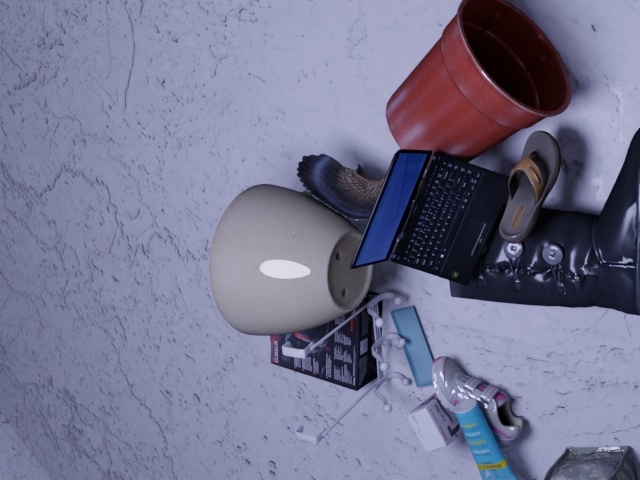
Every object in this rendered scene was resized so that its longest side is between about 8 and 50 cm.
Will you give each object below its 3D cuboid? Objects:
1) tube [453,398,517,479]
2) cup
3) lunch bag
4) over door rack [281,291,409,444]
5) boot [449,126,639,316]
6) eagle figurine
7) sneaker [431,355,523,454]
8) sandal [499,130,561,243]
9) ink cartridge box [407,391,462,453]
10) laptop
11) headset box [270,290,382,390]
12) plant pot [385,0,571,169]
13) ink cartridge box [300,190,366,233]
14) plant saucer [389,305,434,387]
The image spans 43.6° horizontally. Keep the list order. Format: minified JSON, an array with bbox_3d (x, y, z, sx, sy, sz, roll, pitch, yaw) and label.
[{"bbox_3d":[0.345,0.433,1.693,0.080,0.052,0.207,-15,107,41],"label":"tube"},{"bbox_3d":[-0.032,0.049,1.670,0.237,0.331,0.330,5,106,37],"label":"cup"},{"bbox_3d":[0.520,0.567,1.553,0.169,0.287,0.235,-14,95,38],"label":"lunch bag"},{"bbox_3d":[0.078,0.282,1.754,0.108,0.324,0.239,15,120,44],"label":"over door rack"},{"bbox_3d":[0.450,-0.049,1.540,0.445,0.146,0.366,6,93,46],"label":"boot"},{"bbox_3d":[0.123,-0.096,1.687,0.298,0.225,0.226,0,122,40],"label":"eagle figurine"},{"bbox_3d":[0.348,0.345,1.744,0.252,0.103,0.111,49,125,5],"label":"sneaker"},{"bbox_3d":[0.376,-0.103,1.477,0.090,0.060,0.219,23,89,52],"label":"sandal"},{"bbox_3d":[0.268,0.399,1.787,0.056,0.135,0.099,-33,83,37],"label":"ink cartridge box"},{"bbox_3d":[0.210,-0.034,1.476,0.265,0.136,0.234,18,107,-9],"label":"laptop"},{"bbox_3d":[-0.002,0.214,1.951,0.293,0.110,0.217,11,109,34],"label":"headset box"},{"bbox_3d":[0.281,-0.278,1.525,0.265,0.272,0.272,-40,78,46],"label":"plant pot"},{"bbox_3d":[0.000,0.000,1.904,0.208,0.087,0.153,31,120,25],"label":"ink cartridge box"},{"bbox_3d":[0.222,0.245,1.854,0.067,0.018,0.191,-19,92,38],"label":"plant saucer"}]
